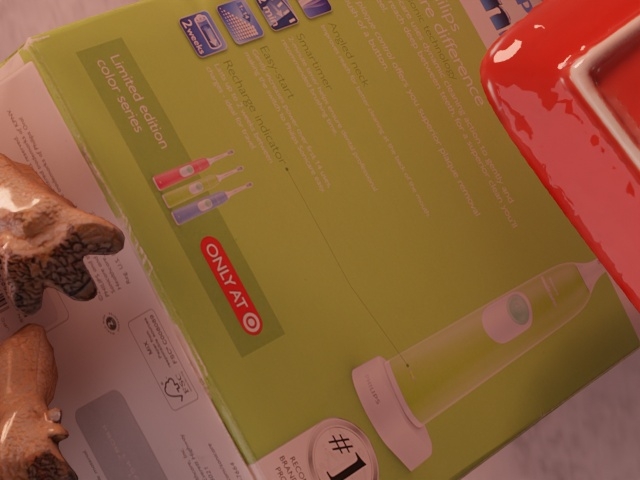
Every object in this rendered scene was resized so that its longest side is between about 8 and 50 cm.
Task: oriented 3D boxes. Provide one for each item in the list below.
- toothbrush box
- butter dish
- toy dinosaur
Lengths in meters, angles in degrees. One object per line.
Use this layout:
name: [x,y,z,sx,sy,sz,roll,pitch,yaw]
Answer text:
toothbrush box: [0.000,0.000,0.738,0.122,0.283,0.206,-30,89,44]
butter dish: [0.162,-0.043,0.709,0.160,0.118,0.160,-36,83,-1]
toy dinosaur: [-0.150,0.013,0.606,0.200,0.127,0.296,-141,59,-69]
